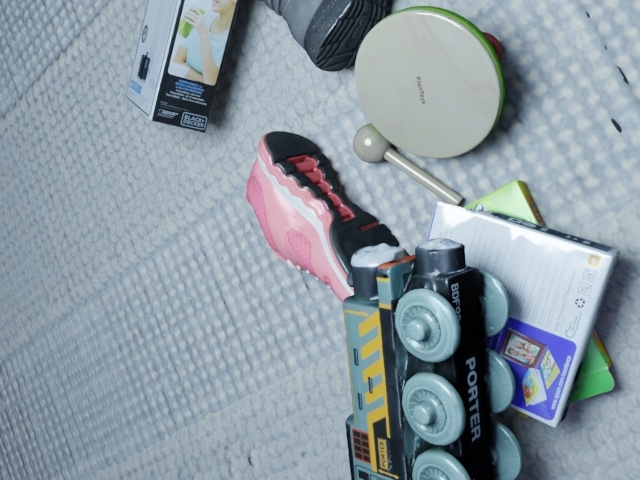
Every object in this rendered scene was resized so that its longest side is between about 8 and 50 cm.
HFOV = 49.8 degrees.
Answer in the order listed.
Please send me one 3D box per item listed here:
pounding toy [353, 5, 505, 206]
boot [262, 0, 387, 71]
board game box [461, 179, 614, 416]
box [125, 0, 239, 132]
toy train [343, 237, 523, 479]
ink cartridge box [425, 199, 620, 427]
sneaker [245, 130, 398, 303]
[{"bbox_3d":[0.143,-0.185,0.847,0.182,0.110,0.237,27,137,17],"label":"pounding toy"},{"bbox_3d":[0.039,-0.410,0.882,0.338,0.118,0.223,-46,63,20],"label":"boot"},{"bbox_3d":[0.240,0.071,0.824,0.124,0.039,0.260,-29,75,32],"label":"board game box"},{"bbox_3d":[-0.196,-0.322,1.009,0.169,0.087,0.290,41,116,54],"label":"box"},{"bbox_3d":[0.110,0.161,0.773,0.190,0.142,0.334,3,103,46],"label":"toy train"},{"bbox_3d":[0.208,0.077,0.798,0.208,0.045,0.207,21,107,30],"label":"ink cartridge box"},{"bbox_3d":[0.000,0.000,0.949,0.314,0.115,0.136,56,134,20],"label":"sneaker"}]
